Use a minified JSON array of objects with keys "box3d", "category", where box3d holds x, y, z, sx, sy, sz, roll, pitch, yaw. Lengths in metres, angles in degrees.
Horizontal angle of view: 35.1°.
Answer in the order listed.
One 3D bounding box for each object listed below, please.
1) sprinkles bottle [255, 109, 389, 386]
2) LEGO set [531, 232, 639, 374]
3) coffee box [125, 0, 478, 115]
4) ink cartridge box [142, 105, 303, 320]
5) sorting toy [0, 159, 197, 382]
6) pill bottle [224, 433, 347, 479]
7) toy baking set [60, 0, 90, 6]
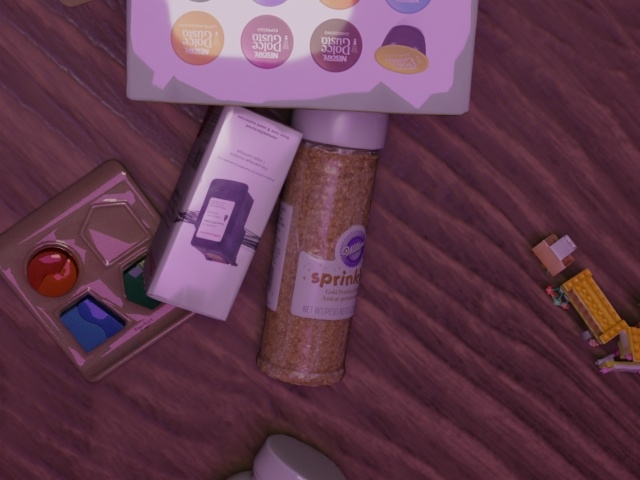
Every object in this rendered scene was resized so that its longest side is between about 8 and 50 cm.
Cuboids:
[{"box3d":[0.000,0.000,1.278,0.121,0.121,0.356,8,102,-7],"category":"sprinkles bottle"},{"box3d":[0.390,0.109,1.369,0.287,0.107,0.132,25,64,-6],"category":"LEGO set"},{"box3d":[-0.021,-0.317,1.094,0.337,0.338,0.335,2,102,-4],"category":"coffee box"},{"box3d":[-0.122,-0.042,1.207,0.100,0.172,0.237,22,94,-14],"category":"ink cartridge box"},{"box3d":[-0.242,0.017,1.299,0.307,0.041,0.229,-34,103,3],"category":"sorting toy"},{"box3d":[-0.090,0.415,1.336,0.169,0.169,0.302,28,98,-11],"category":"pill bottle"},{"box3d":[-0.149,-0.327,0.899,0.196,0.030,0.256,10,102,-1],"category":"toy baking set"}]
